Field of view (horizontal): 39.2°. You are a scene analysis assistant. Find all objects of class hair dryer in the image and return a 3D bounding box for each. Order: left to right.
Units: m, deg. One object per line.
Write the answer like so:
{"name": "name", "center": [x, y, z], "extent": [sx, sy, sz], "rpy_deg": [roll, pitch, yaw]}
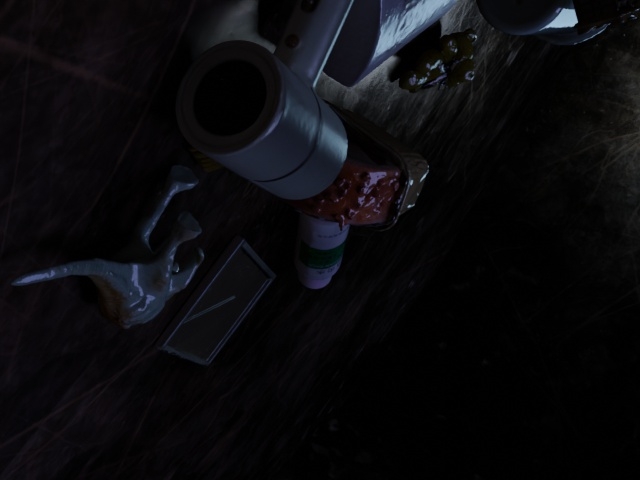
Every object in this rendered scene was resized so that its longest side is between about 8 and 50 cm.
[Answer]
{"name": "hair dryer", "center": [-0.011, -0.235, 1.003], "extent": [0.362, 0.128, 0.203], "rpy_deg": [-66, 155, -2]}

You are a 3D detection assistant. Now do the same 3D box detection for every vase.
{"name": "vase", "center": [0.420, -0.482, 1.703], "extent": [0.291, 0.245, 0.245], "rpy_deg": [-23, 146, -52]}

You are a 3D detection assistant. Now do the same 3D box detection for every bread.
{"name": "bread", "center": [-0.129, -0.108, 1.071], "extent": [0.049, 0.034, 0.088], "rpy_deg": [-46, 165, -11]}
{"name": "bread", "center": [0.026, -0.110, 1.230], "extent": [0.212, 0.224, 0.142], "rpy_deg": [-7, 126, -46]}

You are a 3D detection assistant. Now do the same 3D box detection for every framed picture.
{"name": "framed picture", "center": [-0.166, 0.110, 1.495], "extent": [0.213, 0.016, 0.289], "rpy_deg": [-53, 166, -6]}

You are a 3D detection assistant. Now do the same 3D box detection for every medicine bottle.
{"name": "medicine bottle", "center": [0.000, 0.000, 1.640], "extent": [0.095, 0.095, 0.260], "rpy_deg": [-48, 166, -26]}

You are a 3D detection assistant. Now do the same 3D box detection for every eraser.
{"name": "eraser", "center": [0.108, -0.338, 1.214], "extent": [0.270, 0.095, 0.174], "rpy_deg": [-45, 160, -40]}

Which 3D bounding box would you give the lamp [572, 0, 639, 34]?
{"name": "lamp", "center": [0.444, -0.517, 1.502], "extent": [0.090, 0.325, 0.089], "rpy_deg": [-7, -166, 40]}

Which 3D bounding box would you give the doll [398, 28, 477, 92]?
{"name": "doll", "center": [0.226, -0.317, 1.666], "extent": [0.209, 0.097, 0.137], "rpy_deg": [-33, 160, -46]}

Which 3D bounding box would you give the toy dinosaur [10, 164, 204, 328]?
{"name": "toy dinosaur", "center": [-0.205, 0.026, 1.018], "extent": [0.205, 0.092, 0.393], "rpy_deg": [-54, 176, 19]}
